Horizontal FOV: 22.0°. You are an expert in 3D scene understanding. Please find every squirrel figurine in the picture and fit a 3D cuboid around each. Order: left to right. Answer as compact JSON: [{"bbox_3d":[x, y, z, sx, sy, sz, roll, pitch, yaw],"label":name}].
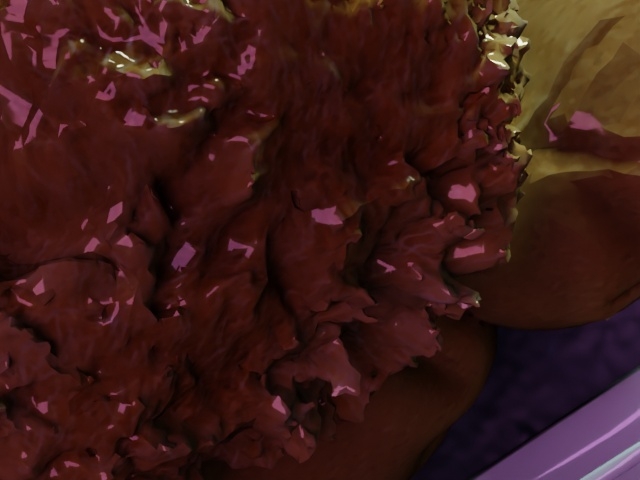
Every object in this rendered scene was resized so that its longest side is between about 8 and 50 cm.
[{"bbox_3d":[0.000,0.000,0.583,0.370,0.397,0.281,-22,80,9],"label":"squirrel figurine"}]

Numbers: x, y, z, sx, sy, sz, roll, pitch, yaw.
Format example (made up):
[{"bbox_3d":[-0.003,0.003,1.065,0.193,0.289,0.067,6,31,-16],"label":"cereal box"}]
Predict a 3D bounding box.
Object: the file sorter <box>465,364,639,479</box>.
[{"bbox_3d":[0.181,0.187,0.648,0.193,0.173,0.278,-37,83,21],"label":"file sorter"}]
